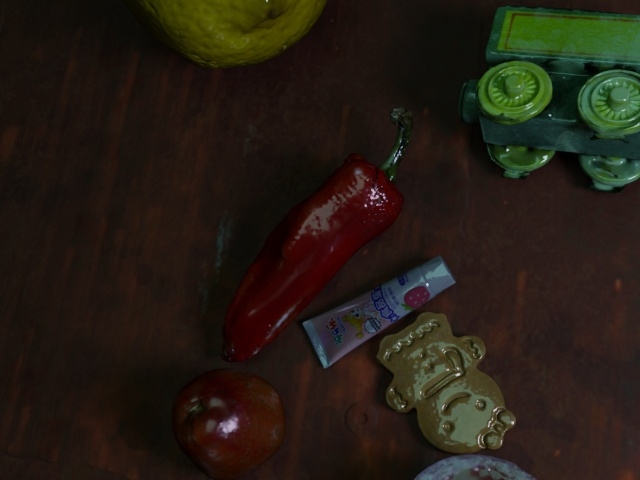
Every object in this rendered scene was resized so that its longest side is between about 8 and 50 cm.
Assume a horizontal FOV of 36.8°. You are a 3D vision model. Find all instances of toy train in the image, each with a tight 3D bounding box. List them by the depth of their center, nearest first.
[{"bbox_3d":[0.305,-0.177,1.155,0.272,0.159,0.188,10,66,21],"label":"toy train"}]

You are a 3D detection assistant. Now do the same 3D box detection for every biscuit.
[{"bbox_3d":[0.142,0.172,1.139,0.133,0.027,0.184,-22,64,6],"label":"biscuit"}]

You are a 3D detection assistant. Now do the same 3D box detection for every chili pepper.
[{"bbox_3d":[0.000,0.000,1.211,0.387,0.110,0.110,-47,64,2],"label":"chili pepper"}]

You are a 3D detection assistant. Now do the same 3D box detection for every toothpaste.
[{"bbox_3d":[0.073,0.082,1.190,0.194,0.043,0.067,-31,67,10],"label":"toothpaste"}]

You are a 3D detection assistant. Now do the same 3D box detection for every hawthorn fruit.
[{"bbox_3d":[-0.112,0.211,1.141,0.133,0.138,0.132,-6,71,18],"label":"hawthorn fruit"}]

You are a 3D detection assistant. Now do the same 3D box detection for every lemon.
[{"bbox_3d":[-0.136,-0.395,1.293,0.336,0.336,0.336,-6,68,15],"label":"lemon"}]

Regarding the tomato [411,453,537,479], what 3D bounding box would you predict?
[{"bbox_3d":[0.173,0.346,1.014,0.199,0.112,0.228,3,71,10],"label":"tomato"}]
